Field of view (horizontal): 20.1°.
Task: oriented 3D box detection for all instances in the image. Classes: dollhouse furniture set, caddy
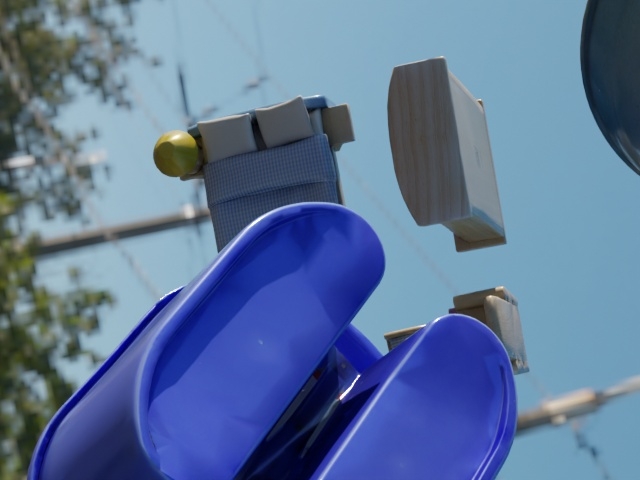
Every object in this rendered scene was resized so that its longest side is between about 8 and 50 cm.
[{"bbox_3d":[0.000,0.000,1.591,0.198,0.303,0.286,24,56,-73],"label":"dollhouse furniture set"},{"bbox_3d":[-0.032,0.138,1.141,0.241,0.341,0.179,41,-47,-1],"label":"caddy"}]

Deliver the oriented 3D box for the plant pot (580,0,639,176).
[{"bbox_3d":[0.335,-0.094,1.148,0.255,0.272,0.271,-114,-161,-61],"label":"plant pot"}]
